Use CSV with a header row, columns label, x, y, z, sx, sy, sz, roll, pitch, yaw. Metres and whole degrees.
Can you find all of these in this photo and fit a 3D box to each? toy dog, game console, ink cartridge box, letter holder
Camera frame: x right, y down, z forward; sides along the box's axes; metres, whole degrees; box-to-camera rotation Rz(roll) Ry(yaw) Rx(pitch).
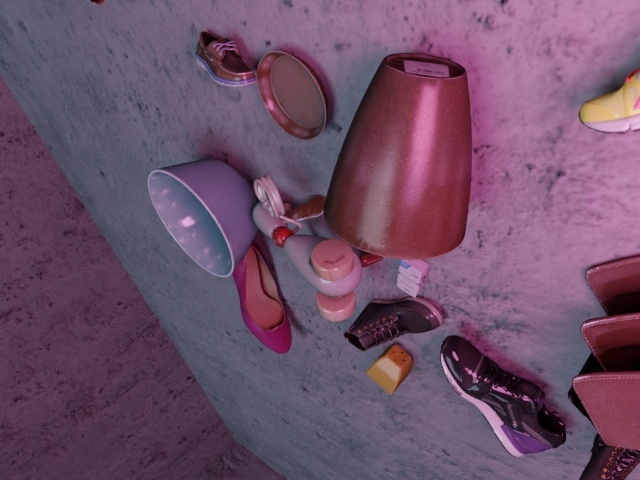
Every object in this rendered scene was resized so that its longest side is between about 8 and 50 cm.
label,x,y,z,sx,sy,sz,roll,pitch,yaw
toy dog,0.000,0.000,1.097,0.334,0.161,0.220,56,156,19
game console,0.424,0.241,0.798,0.071,0.122,0.107,29,145,32
ink cartridge box,0.178,0.068,1.015,0.048,0.028,0.083,33,146,26
letter holder,0.458,0.129,0.604,0.214,0.152,0.301,57,149,-10

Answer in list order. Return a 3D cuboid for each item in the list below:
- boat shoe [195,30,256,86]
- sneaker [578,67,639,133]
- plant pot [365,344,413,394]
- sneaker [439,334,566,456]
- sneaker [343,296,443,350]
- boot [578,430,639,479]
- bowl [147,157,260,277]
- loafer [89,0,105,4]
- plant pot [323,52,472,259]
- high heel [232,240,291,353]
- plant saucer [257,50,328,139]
label,x,y,z,sx,sy,sz,roll,pitch,yaw
boat shoe,-0.184,-0.342,0.974,0.183,0.066,0.066,37,140,35
sneaker,0.345,-0.170,0.494,0.208,0.081,0.094,-18,103,51
plant pot,0.171,0.296,1.236,0.081,0.081,0.083,38,138,18
sneaker,0.351,0.277,0.984,0.283,0.107,0.124,49,135,-6
sneaker,0.150,0.186,1.095,0.083,0.118,0.222,57,149,-13
boot,0.483,0.329,0.805,0.077,0.137,0.198,36,147,20
bowl,-0.265,-0.079,1.294,0.311,0.163,0.312,32,146,25
loafer,-0.456,-0.578,1.052,0.092,0.102,0.268,51,157,-8
plant pot,0.122,-0.128,0.723,0.215,0.215,0.231,30,131,29
high heel,-0.161,0.171,1.464,0.377,0.127,0.181,61,158,-14
plant saucer,-0.046,-0.262,0.935,0.168,0.029,0.168,32,145,25
